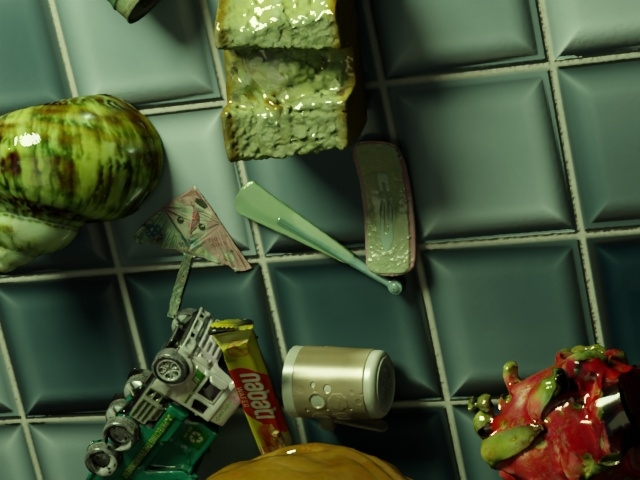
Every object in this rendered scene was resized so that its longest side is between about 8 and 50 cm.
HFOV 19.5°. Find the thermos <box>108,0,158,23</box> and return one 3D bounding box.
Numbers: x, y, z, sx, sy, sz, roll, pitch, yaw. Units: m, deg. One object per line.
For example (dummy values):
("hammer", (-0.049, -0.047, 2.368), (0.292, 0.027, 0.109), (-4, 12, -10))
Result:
("thermos", (-0.226, -0.298, 1.789), (0.187, 0.073, 0.083), (40, 121, 3))

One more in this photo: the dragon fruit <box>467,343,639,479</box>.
("dragon fruit", (0.229, 0.176, 1.752), (0.172, 0.160, 0.166), (-25, 123, 28))

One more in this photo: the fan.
("fan", (0.000, 0.000, 1.849), (0.193, 0.016, 0.038), (30, 116, 9))

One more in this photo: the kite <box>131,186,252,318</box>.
("kite", (-0.133, 0.016, 1.916), (0.137, 0.005, 0.153), (14, 116, 17))

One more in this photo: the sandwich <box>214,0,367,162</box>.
("sandwich", (-0.028, -0.198, 1.722), (0.122, 0.128, 0.236), (-1, 111, 14))

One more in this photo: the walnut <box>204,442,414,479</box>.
("walnut", (-0.032, 0.363, 1.827), (0.398, 0.354, 0.308), (-33, 68, 30))

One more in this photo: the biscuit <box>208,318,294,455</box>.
("biscuit", (-0.053, 0.184, 1.884), (0.048, 0.026, 0.292), (-8, 131, 12))

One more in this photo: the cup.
("cup", (0.021, 0.156, 1.869), (0.099, 0.074, 0.102), (0, 111, 21))

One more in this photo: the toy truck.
("toy truck", (-0.150, 0.179, 1.936), (0.116, 0.110, 0.216), (34, 119, -8))

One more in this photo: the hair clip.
("hair clip", (0.063, -0.032, 1.807), (0.054, 0.022, 0.137), (-1, 107, 23))

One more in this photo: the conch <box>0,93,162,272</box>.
("conch", (-0.268, -0.056, 1.876), (0.187, 0.124, 0.181), (22, 120, 4))
